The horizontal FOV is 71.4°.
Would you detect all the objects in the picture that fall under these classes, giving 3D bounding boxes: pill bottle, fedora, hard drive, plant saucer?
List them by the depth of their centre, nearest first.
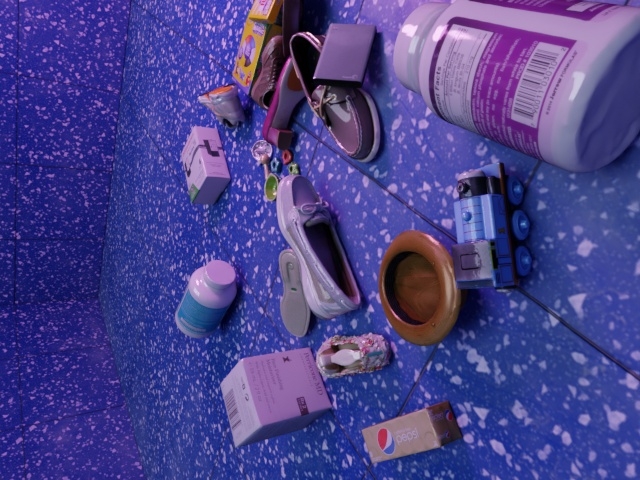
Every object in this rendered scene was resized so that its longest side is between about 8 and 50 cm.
[{"bbox_3d":[0.234,-0.213,0.559,0.301,0.169,0.170,44,124,45],"label":"pill bottle"},{"bbox_3d":[0.171,0.074,0.715,0.194,0.079,0.195,-2,88,62],"label":"fedora"},{"bbox_3d":[0.048,-0.353,0.850,0.094,0.022,0.135,10,71,15],"label":"hard drive"},{"bbox_3d":[-0.059,-0.517,1.002,0.198,0.036,0.199,-175,90,-89],"label":"plant saucer"},{"bbox_3d":[-0.348,0.177,1.378,0.264,0.146,0.146,-55,49,39],"label":"pill bottle"}]

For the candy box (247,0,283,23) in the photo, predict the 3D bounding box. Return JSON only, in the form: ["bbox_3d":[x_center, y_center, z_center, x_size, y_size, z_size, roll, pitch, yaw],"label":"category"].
[{"bbox_3d":[-0.107,-0.637,1.092,0.105,0.027,0.206,35,103,48],"label":"candy box"}]

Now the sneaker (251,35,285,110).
[{"bbox_3d":[-0.116,-0.420,1.136,0.071,0.066,0.188,50,136,19],"label":"sneaker"}]

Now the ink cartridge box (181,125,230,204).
[{"bbox_3d":[-0.381,-0.246,1.465,0.153,0.086,0.209,-45,55,44],"label":"ink cartridge box"}]

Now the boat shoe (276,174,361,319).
[{"bbox_3d":[-0.001,0.001,0.935,0.103,0.118,0.321,-29,72,44],"label":"boat shoe"}]

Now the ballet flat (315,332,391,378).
[{"bbox_3d":[0.042,0.234,0.904,0.241,0.077,0.091,-34,64,49],"label":"ballet flat"}]

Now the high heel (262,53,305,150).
[{"bbox_3d":[-0.089,-0.348,1.083,0.117,0.082,0.244,46,133,48],"label":"high heel"}]

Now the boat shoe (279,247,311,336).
[{"bbox_3d":[-0.044,0.118,1.032,0.083,0.079,0.233,13,116,28],"label":"boat shoe"}]

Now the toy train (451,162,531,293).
[{"bbox_3d":[0.232,-0.018,0.615,0.080,0.105,0.184,-11,82,53],"label":"toy train"}]

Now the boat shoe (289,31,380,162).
[{"bbox_3d":[0.023,-0.296,0.904,0.116,0.096,0.325,-43,57,45],"label":"boat shoe"}]

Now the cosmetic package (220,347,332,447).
[{"bbox_3d":[-0.105,0.354,1.015,0.151,0.183,0.152,-52,51,41],"label":"cosmetic package"}]

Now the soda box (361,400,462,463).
[{"bbox_3d":[0.152,0.334,0.770,0.181,0.058,0.062,-44,56,45],"label":"soda box"}]

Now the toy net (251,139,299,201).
[{"bbox_3d":[-0.133,-0.207,1.162,0.232,0.045,0.122,56,133,37],"label":"toy net"}]

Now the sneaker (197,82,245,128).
[{"bbox_3d":[-0.296,-0.396,1.346,0.262,0.099,0.121,36,150,63],"label":"sneaker"}]

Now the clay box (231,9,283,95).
[{"bbox_3d":[-0.171,-0.517,1.202,0.127,0.053,0.222,50,129,41],"label":"clay box"}]
